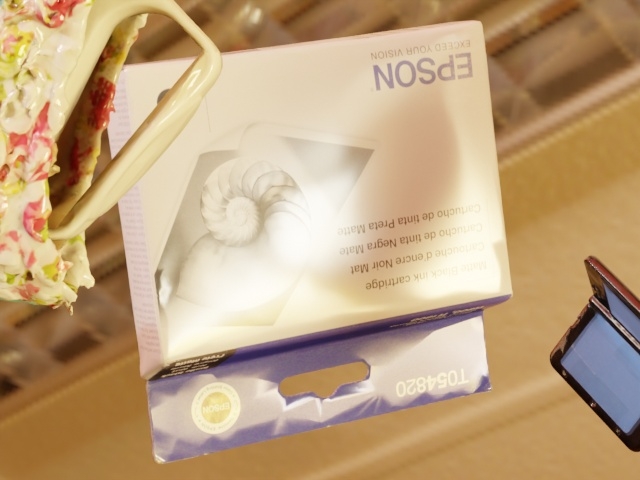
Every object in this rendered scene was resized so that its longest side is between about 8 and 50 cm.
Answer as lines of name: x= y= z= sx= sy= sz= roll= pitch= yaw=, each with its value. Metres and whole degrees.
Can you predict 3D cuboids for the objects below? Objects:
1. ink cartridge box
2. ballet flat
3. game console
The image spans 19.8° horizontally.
ink cartridge box: x=0.000 y=0.000 z=1.027 sx=0.223 sy=0.045 sz=0.224 roll=-11 pitch=-81 yaw=-24
ballet flat: x=-0.056 y=-0.085 z=0.559 sx=0.077 sy=0.091 sz=0.241 roll=28 pitch=-81 yaw=7
game console: x=0.237 y=0.091 z=1.486 sx=0.071 sy=0.122 sz=0.107 roll=-37 pitch=-35 yaw=-7
